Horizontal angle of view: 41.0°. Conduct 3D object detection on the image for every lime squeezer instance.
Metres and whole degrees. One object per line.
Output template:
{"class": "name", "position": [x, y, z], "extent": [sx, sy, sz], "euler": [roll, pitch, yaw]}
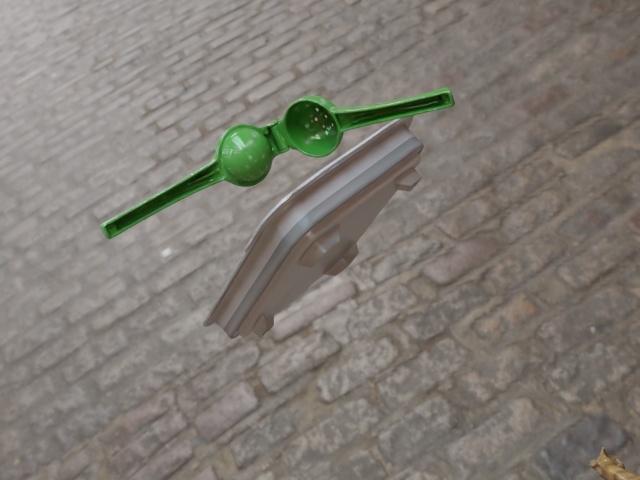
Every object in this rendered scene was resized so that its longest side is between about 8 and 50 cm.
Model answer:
{"class": "lime squeezer", "position": [-0.038, -0.074, 0.747], "extent": [0.310, 0.059, 0.110], "euler": [-20, 36, 6]}

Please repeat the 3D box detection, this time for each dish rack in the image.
{"class": "dish rack", "position": [0.000, 0.000, 1.103], "extent": [0.285, 0.072, 0.333], "euler": [-38, -9, -36]}

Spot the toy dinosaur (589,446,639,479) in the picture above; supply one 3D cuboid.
{"class": "toy dinosaur", "position": [0.257, 0.180, 0.579], "extent": [0.064, 0.112, 0.211], "euler": [-49, 4, -22]}
